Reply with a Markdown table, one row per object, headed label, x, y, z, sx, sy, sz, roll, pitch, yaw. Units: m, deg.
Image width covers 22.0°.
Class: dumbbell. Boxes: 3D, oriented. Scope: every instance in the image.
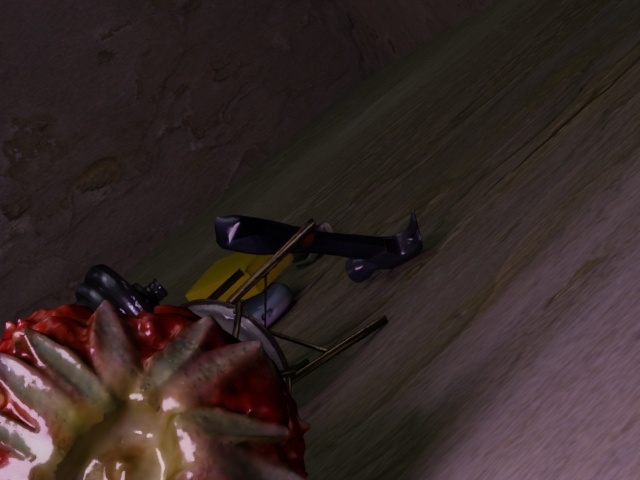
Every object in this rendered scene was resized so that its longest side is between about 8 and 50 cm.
| label | x | y | z | sx | sy | sz | roll | pitch | yaw |
| --- | --- | --- | --- | --- | --- | --- | --- | --- | --- |
| dumbbell | -0.382 | 0.192 | 2.364 | 0.406 | 0.179 | 0.179 | -40 | 9 | -17 |

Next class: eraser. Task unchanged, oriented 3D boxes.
| label | x | y | z | sx | sy | sz | roll | pitch | yaw |
| --- | --- | --- | --- | --- | --- | --- | --- | --- | --- |
| eraser | -0.108 | 0.049 | 2.203 | 0.122 | 0.045 | 0.097 | -23 | 16 | 38 |

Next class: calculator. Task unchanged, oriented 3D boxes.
| label | x | y | z | sx | sy | sz | roll | pitch | yaw |
| --- | --- | --- | --- | --- | --- | --- | --- | --- | --- |
| calculator | -0.141 | 0.124 | 2.205 | 0.185 | 0.041 | 0.299 | -41 | 11 | -31 |

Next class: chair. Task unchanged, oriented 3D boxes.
| label | x | y | z | sx | sy | sz | roll | pitch | yaw |
| --- | --- | --- | --- | --- | --- | --- | --- | --- | --- |
| chair | -0.084 | 0.115 | 1.597 | 0.170 | 0.160 | 0.326 | -32 | 6 | 39 |

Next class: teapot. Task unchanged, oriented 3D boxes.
| label | x | y | z | sx | sy | sz | roll | pitch | yaw |
| --- | --- | --- | --- | --- | --- | --- | --- | --- | --- |
| teapot | -0.018 | 0.004 | 2.359 | 0.083 | 0.057 | 0.067 | -18 | 57 | 56 |

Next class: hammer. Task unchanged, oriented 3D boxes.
| label | x | y | z | sx | sy | sz | roll | pitch | yaw |
| --- | --- | --- | --- | --- | --- | --- | --- | --- | --- |
| hammer | 0.000 | 0.000 | 1.804 | 0.137 | 0.037 | 0.290 | -28 | -24 | 37 |

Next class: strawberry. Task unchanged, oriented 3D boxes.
| label | x | y | z | sx | sy | sz | roll | pitch | yaw |
| --- | --- | --- | --- | --- | --- | --- | --- | --- | --- |
| strawberry | -0.139 | 0.196 | 1.190 | 0.292 | 0.292 | 0.343 | -39 | -16 | -16 |
